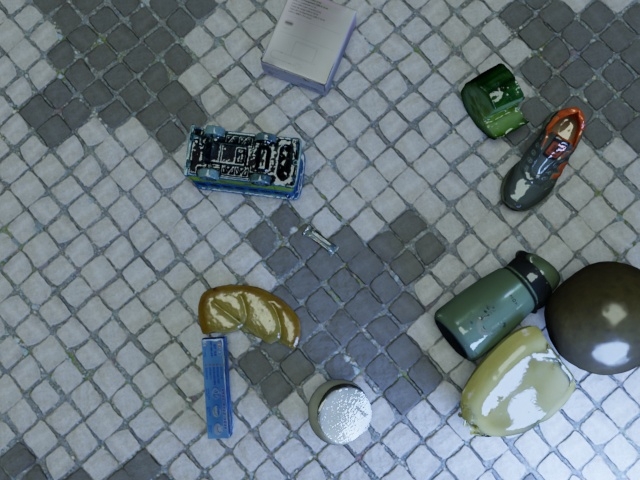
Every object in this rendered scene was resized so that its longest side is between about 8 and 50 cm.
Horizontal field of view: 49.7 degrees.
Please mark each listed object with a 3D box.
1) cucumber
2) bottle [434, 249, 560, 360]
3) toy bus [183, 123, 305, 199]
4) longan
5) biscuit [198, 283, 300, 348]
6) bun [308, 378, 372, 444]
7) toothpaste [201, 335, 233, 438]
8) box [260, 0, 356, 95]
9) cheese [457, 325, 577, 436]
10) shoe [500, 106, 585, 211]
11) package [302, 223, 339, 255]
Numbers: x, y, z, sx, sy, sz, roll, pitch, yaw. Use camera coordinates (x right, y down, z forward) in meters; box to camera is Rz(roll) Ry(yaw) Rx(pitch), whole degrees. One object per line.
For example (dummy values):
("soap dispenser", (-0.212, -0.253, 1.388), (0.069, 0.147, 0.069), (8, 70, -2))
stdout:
("cucumber", (0.488, -0.398, 1.921), (0.130, 0.191, 0.191), (-33, 82, -3))
("bottle", (0.483, 0.163, 1.848), (0.347, 0.168, 0.168), (-35, 82, -8))
("toy bus", (-0.205, -0.214, 1.914), (0.312, 0.190, 0.152), (7, 82, 4))
("longan", (0.730, 0.200, 1.773), (0.297, 0.297, 0.298), (0, 82, 2))
("biscuit", (-0.196, 0.205, 1.929), (0.299, 0.045, 0.154), (9, 82, 3))
("bun", (0.041, 0.454, 1.844), (0.172, 0.120, 0.173), (0, 89, -23))
("toothpaste", (-0.281, 0.400, 1.885), (0.066, 0.053, 0.273), (-4, 90, 5))
("box", (-0.032, -0.575, 2.002), (0.203, 0.106, 0.252), (21, 84, 6))
("cheese", (0.500, 0.393, 1.804), (0.316, 0.128, 0.259), (-43, 103, -1))
("shoe", (0.626, -0.230, 1.890), (0.132, 0.171, 0.337), (34, 84, 6))
("package", (0.000, 0.000, 1.963), (0.110, 0.015, 0.037), (37, 86, 8))
